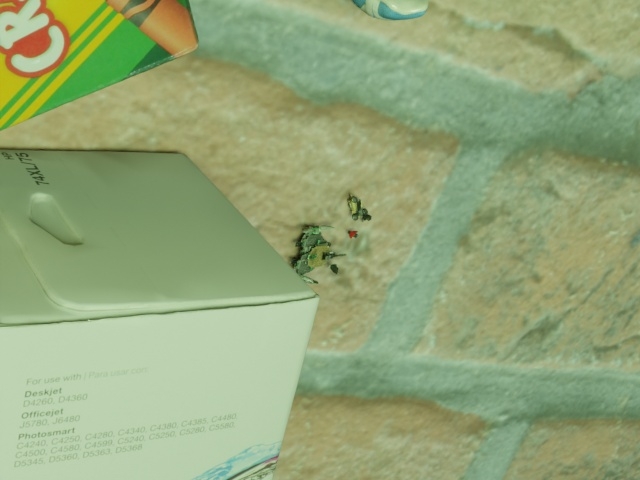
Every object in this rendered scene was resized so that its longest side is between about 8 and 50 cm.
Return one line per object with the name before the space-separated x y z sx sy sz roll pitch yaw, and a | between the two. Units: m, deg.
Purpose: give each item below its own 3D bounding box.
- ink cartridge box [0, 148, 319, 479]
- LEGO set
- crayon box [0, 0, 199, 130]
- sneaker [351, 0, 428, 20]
ink cartridge box | -0.155 0.105 0.773 0.197 0.198 0.270 -3 121 -32
LEGO set | 0.002 0.001 0.936 0.083 0.023 0.054 -38 136 -26
crayon box | -0.235 -0.138 0.640 0.319 0.081 0.202 -26 131 -17
sneaker | 0.069 -0.248 0.771 0.085 0.086 0.237 -2 118 -31
